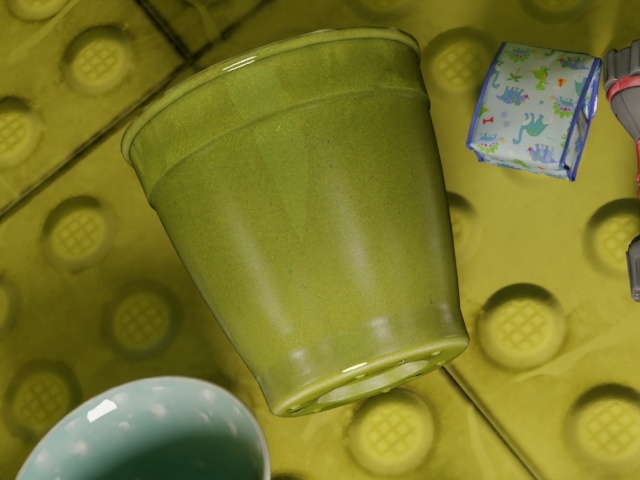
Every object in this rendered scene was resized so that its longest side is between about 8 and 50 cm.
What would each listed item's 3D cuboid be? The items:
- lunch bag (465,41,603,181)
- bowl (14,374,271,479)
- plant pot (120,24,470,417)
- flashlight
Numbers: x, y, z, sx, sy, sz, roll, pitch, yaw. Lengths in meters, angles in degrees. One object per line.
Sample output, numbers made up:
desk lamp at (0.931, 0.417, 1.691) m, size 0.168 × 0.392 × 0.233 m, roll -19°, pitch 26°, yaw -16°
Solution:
lunch bag at (0.259, -0.160, 1.802) m, size 0.128 × 0.096 × 0.151 m, roll 13°, pitch 83°, yaw 21°
bowl at (-0.178, 0.322, 1.674) m, size 0.311 × 0.163 × 0.312 m, roll -12°, pitch 47°, yaw 13°
plant pot at (0.000, 0.000, 1.697) m, size 0.366 × 0.366 × 0.353 m, roll -21°, pitch 76°, yaw 7°
flashlight at (0.383, -0.079, 1.729) m, size 0.103 × 0.103 × 0.304 m, roll -3°, pitch 67°, yaw 12°
